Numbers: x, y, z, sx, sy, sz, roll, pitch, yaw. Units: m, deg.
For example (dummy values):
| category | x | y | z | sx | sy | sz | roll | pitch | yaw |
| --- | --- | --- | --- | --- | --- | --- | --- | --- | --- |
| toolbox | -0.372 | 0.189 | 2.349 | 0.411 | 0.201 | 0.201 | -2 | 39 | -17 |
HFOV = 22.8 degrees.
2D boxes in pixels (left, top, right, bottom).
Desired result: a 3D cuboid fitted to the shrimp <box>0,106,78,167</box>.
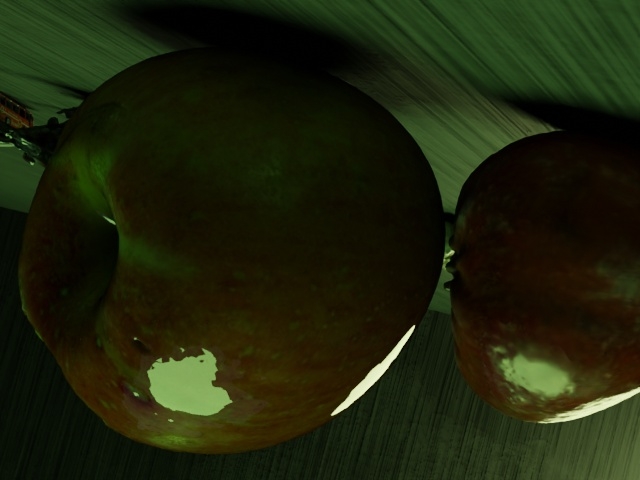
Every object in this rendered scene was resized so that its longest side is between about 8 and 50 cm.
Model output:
| category | x | y | z | sx | sy | sz | roll | pitch | yaw |
| --- | --- | --- | --- | --- | --- | --- | --- | --- | --- |
| shrimp | -0.236 | -0.069 | 1.841 | 0.372 | 0.172 | 0.137 | 8 | 180 | -1 |

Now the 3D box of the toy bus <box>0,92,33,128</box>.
| category | x | y | z | sx | sy | sz | roll | pitch | yaw |
| --- | --- | --- | --- | --- | --- | --- | --- | --- | --- |
| toy bus | -0.403 | -0.160 | 2.039 | 0.031 | 0.043 | 0.110 | 0 | 169 | 13 |

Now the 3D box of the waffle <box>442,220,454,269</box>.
| category | x | y | z | sx | sy | sz | roll | pitch | yaw |
| --- | --- | --- | --- | --- | --- | --- | --- | --- | --- |
| waffle | 0.190 | 0.016 | 2.139 | 0.309 | 0.056 | 0.292 | 18 | 174 | -39 |

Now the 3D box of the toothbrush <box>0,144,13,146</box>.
| category | x | y | z | sx | sy | sz | roll | pitch | yaw |
| --- | --- | --- | --- | --- | --- | --- | --- | --- | --- |
| toothbrush | -0.345 | -0.129 | 2.002 | 0.307 | 0.025 | 0.029 | 0 | 161 | 15 |

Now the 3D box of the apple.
| category | x | y | z | sx | sy | sz | roll | pitch | yaw |
| --- | --- | --- | --- | --- | --- | --- | --- | --- | --- |
| apple | -0.068 | 0.008 | 1.303 | 0.340 | 0.339 | 0.339 | 15 | 175 | 1 |

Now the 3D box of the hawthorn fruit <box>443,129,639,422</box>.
| category | x | y | z | sx | sy | sz | roll | pitch | yaw |
| --- | --- | --- | --- | --- | --- | --- | --- | --- | --- |
| hawthorn fruit | 0.234 | 0.028 | 1.270 | 0.272 | 0.241 | 0.242 | -1 | 173 | 5 |
